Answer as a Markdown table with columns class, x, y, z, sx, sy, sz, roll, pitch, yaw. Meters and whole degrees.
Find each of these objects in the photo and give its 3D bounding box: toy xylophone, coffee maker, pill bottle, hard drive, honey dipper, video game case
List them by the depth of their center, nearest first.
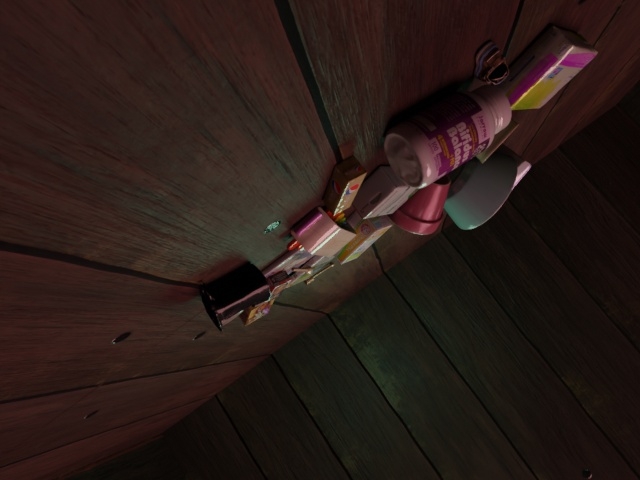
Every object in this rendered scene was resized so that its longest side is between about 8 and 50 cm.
| class | x | y | z | sx | sy | sz | roll | pitch | yaw |
| --- | --- | --- | --- | --- | --- | --- | --- | --- | --- |
| pill bottle | 0.323 | -0.269 | 1.209 | 0.301 | 0.169 | 0.169 | -32 | 165 | -15 |
| coffee maker | -0.236 | 0.151 | 1.371 | 0.178 | 0.120 | 0.171 | -30 | 164 | -24 |
| toy xylophone | 0.000 | 0.000 | 1.487 | 0.236 | 0.081 | 0.323 | -40 | 165 | 2 |
| video game case | -0.118 | 0.086 | 1.628 | 0.201 | 0.023 | 0.183 | -37 | 166 | 4 |
| video game case | -0.020 | 0.093 | 1.830 | 0.206 | 0.026 | 0.227 | -41 | 171 | 19 |
| hard drive | 0.654 | -0.257 | 1.834 | 0.210 | 0.040 | 0.318 | -55 | -164 | 22 |
| honey dipper | -0.004 | 0.135 | 2.043 | 0.161 | 0.030 | 0.030 | -32 | 166 | -30 |

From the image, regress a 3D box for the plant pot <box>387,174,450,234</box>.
| class | x | y | z | sx | sy | sz | roll | pitch | yaw |
| --- | --- | --- | --- | --- | --- | --- | --- | --- | --- |
| plant pot | 0.337 | -0.150 | 1.617 | 0.201 | 0.201 | 0.180 | -22 | 145 | -43 |

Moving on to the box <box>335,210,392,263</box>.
| class | x | y | z | sx | sy | sz | roll | pitch | yaw |
| --- | --- | --- | --- | --- | --- | --- | --- | --- | --- |
| box | 0.131 | -0.024 | 1.682 | 0.203 | 0.103 | 0.114 | -45 | 163 | 33 |

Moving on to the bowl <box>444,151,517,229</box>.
| class | x | y | z | sx | sy | sz | roll | pitch | yaw |
| --- | --- | --- | --- | --- | --- | --- | --- | --- | --- |
| bowl | 0.534 | -0.211 | 1.747 | 0.311 | 0.163 | 0.311 | -54 | -164 | 24 |

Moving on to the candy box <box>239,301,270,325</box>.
| class | x | y | z | sx | sy | sz | roll | pitch | yaw |
| --- | --- | --- | --- | --- | --- | --- | --- | --- | --- |
| candy box | -0.239 | 0.250 | 1.813 | 0.109 | 0.053 | 0.186 | -28 | 163 | -27 |

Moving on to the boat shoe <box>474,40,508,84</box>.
| class | x | y | z | sx | sy | sz | roll | pitch | yaw |
| --- | --- | --- | --- | --- | --- | --- | --- | --- | --- |
| boat shoe | 0.416 | -0.412 | 1.171 | 0.066 | 0.066 | 0.183 | -40 | 165 | 19 |

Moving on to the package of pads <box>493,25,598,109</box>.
| class | x | y | z | sx | sy | sz | roll | pitch | yaw |
| --- | --- | --- | --- | --- | --- | --- | --- | --- | --- |
| package of pads | 0.648 | -0.486 | 1.398 | 0.296 | 0.101 | 0.229 | -19 | 158 | -46 |

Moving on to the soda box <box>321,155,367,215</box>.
| class | x | y | z | sx | sy | sz | roll | pitch | yaw |
| --- | --- | --- | --- | --- | --- | --- | --- | --- | --- |
| soda box | 0.058 | -0.137 | 1.248 | 0.061 | 0.058 | 0.181 | -30 | 164 | -22 |

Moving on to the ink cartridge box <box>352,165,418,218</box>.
| class | x | y | z | sx | sy | sz | roll | pitch | yaw |
| --- | --- | --- | --- | --- | --- | --- | --- | --- | --- |
| ink cartridge box | 0.202 | -0.150 | 1.476 | 0.153 | 0.087 | 0.208 | -43 | 164 | 30 |

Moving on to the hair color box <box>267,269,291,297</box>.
| class | x | y | z | sx | sy | sz | roll | pitch | yaw |
| --- | --- | --- | --- | --- | --- | --- | --- | --- | --- |
| hair color box | -0.159 | 0.161 | 1.643 | 0.072 | 0.043 | 0.141 | -24 | 161 | -34 |

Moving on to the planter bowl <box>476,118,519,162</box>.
| class | x | y | z | sx | sy | sz | roll | pitch | yaw |
| --- | --- | --- | --- | --- | --- | --- | --- | --- | --- |
| planter bowl | 0.539 | -0.345 | 1.555 | 0.162 | 0.109 | 0.162 | -45 | 172 | -8 |
